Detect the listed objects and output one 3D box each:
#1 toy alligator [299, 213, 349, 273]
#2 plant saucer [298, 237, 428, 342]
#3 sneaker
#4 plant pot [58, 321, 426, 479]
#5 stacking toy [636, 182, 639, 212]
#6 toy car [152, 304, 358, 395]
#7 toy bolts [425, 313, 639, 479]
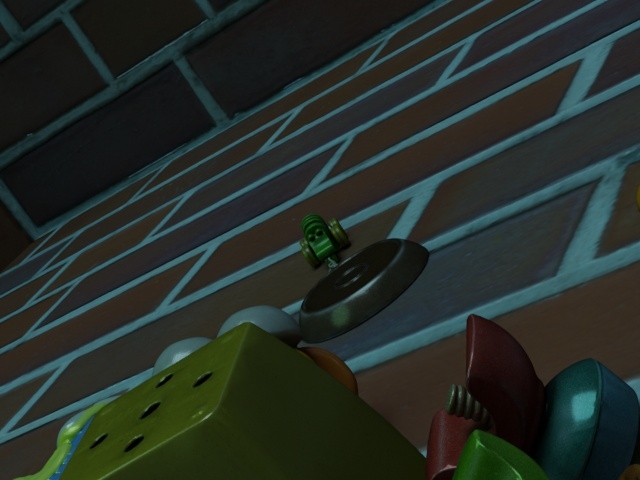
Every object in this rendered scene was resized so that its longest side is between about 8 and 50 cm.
[{"bbox_3d":[0.000,0.000,1.664,0.056,0.051,0.189,-35,14,5],"label":"toy alligator"},{"bbox_3d":[0.040,0.048,1.466,0.168,0.029,0.168,-34,15,10],"label":"plant saucer"},{"bbox_3d":[-0.235,0.253,1.365,0.126,0.091,0.240,9,43,45],"label":"sneaker"},{"bbox_3d":[-0.062,0.186,0.919,0.212,0.187,0.212,-32,15,17],"label":"plant pot"},{"bbox_3d":[0.356,-0.100,1.003,0.302,0.165,0.175,-40,0,34],"label":"stacking toy"},{"bbox_3d":[-0.048,0.149,1.151,0.182,0.159,0.136,-27,-18,32],"label":"toy car"},{"bbox_3d":[0.136,0.168,0.730,0.228,0.158,0.218,-77,2,-56],"label":"toy bolts"}]
